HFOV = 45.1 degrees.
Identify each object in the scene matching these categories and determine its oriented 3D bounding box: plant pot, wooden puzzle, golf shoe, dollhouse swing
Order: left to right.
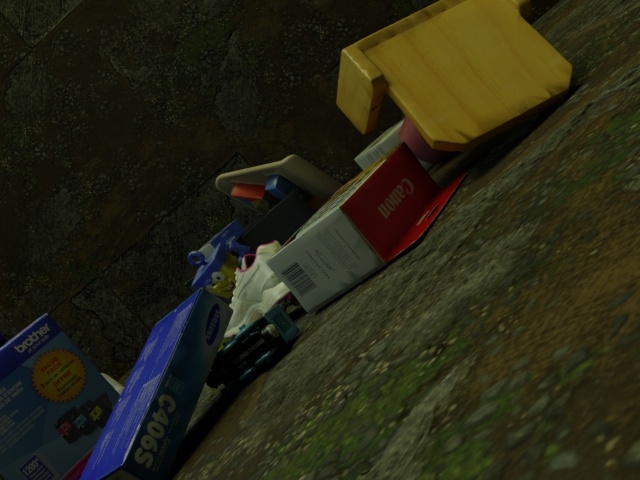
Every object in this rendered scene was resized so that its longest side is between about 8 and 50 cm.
[{"bbox_3d":[-0.127,0.105,1.558,0.115,0.140,0.306,-20,-13,-41],"label":"golf shoe"},{"bbox_3d":[-0.105,-0.129,2.360,0.348,0.322,0.080,-12,58,42],"label":"wooden puzzle"},{"bbox_3d":[0.280,-0.283,1.776,0.180,0.201,0.201,-57,-6,38],"label":"plant pot"},{"bbox_3d":[0.261,-0.286,1.494,0.347,0.305,0.315,-29,-14,-10],"label":"dollhouse swing"}]

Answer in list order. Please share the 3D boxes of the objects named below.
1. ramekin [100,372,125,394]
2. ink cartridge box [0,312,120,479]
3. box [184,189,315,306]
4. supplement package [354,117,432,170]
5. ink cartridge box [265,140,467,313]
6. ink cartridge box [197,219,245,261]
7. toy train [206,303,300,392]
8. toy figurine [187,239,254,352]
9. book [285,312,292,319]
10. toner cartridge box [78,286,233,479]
[{"bbox_3d":[-0.636,0.465,2.138,0.207,0.109,0.207,-47,-15,-16],"label":"ramekin"},{"bbox_3d":[-0.575,0.338,1.538,0.270,0.395,0.151,-46,7,-38],"label":"ink cartridge box"},{"bbox_3d":[-0.186,0.057,2.260,0.343,0.179,0.312,-44,6,-26],"label":"box"},{"bbox_3d":[0.207,-0.223,1.994,0.139,0.134,0.244,-43,6,-12],"label":"supplement package"},{"bbox_3d":[0.091,-0.046,1.394,0.272,0.130,0.309,-36,7,37],"label":"ink cartridge box"},{"bbox_3d":[-0.275,0.006,2.111,0.097,0.046,0.207,-44,7,-19],"label":"ink cartridge box"},{"bbox_3d":[-0.123,0.188,1.306,0.184,0.080,0.105,-42,-4,30],"label":"toy train"},{"bbox_3d":[-0.221,0.083,1.792,0.362,0.217,0.191,-45,27,35],"label":"toy figurine"},{"bbox_3d":[-0.125,0.197,1.501,0.144,0.035,0.096,-37,1,44],"label":"book"},{"bbox_3d":[-0.260,0.250,1.235,0.165,0.075,0.347,-35,25,38],"label":"toner cartridge box"}]
